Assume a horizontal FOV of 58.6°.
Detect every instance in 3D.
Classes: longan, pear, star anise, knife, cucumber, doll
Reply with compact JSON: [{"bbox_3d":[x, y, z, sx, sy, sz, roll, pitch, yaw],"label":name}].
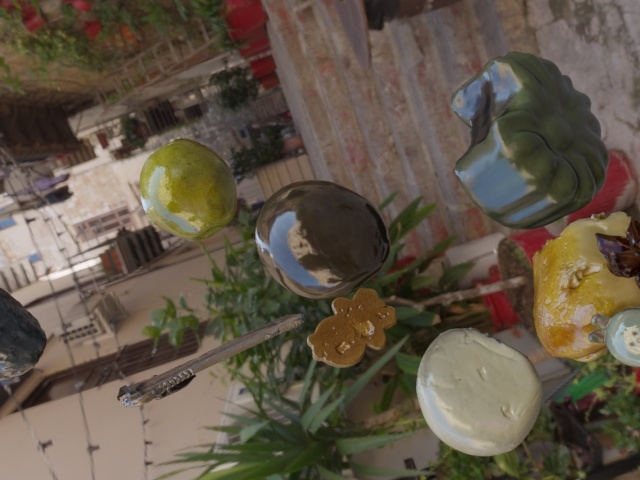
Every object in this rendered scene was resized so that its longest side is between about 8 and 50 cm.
[{"bbox_3d":[0.000,0.000,0.881,0.198,0.212,0.198,23,-90,-89],"label":"longan"},{"bbox_3d":[-0.378,-0.145,1.625,0.294,0.294,0.294,-19,-90,-87],"label":"pear"},{"bbox_3d":[0.647,0.044,1.137,0.111,0.196,0.213,123,169,-63],"label":"star anise"},{"bbox_3d":[-0.187,0.218,1.046,0.089,0.365,0.043,23,133,64],"label":"knife"},{"bbox_3d":[-0.247,0.053,0.402,0.064,0.064,0.112,-106,-12,-47],"label":"cucumber"},{"bbox_3d":[0.772,0.241,1.317,0.113,0.274,0.155,4,-81,-56],"label":"doll"}]

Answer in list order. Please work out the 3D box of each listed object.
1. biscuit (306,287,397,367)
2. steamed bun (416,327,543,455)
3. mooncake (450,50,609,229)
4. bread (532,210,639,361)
[{"bbox_3d":[0.083,0.236,1.501,0.184,0.249,0.035,40,158,21],"label":"biscuit"},{"bbox_3d":[0.419,0.433,1.579,0.333,0.312,0.233,33,150,21],"label":"steamed bun"},{"bbox_3d":[0.425,-0.196,1.149,0.187,0.351,0.352,-35,69,48],"label":"mooncake"},{"bbox_3d":[0.753,0.147,1.642,0.361,0.250,0.394,102,-173,-53],"label":"bread"}]
